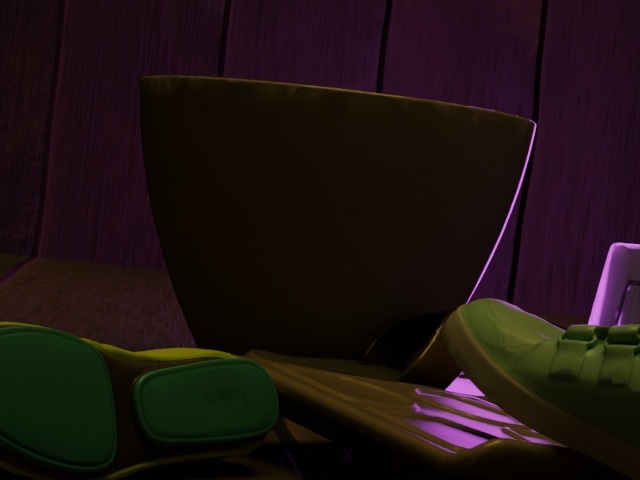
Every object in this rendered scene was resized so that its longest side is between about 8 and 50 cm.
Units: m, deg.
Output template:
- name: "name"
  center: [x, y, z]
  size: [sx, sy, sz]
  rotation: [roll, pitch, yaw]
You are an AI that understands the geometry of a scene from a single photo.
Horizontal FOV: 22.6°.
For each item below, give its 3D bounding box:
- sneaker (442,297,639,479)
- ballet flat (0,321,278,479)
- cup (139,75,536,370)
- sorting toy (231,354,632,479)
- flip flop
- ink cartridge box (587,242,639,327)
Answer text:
- name: "sneaker"
  center: [0.183, 0.046, 0.807]
  size: [0.256, 0.151, 0.094]
  rotation: [28, 12, 39]
- name: "ballet flat"
  center: [-0.118, 0.088, 0.808]
  size: [0.077, 0.077, 0.231]
  rotation: [-19, -17, 36]
- name: "cup"
  center: [0.000, 0.000, 1.338]
  size: [0.331, 0.237, 0.331]
  rotation: [7, 2, 0]
- name: "sorting toy"
  center: [0.114, 0.125, 0.956]
  size: [0.307, 0.041, 0.229]
  rotation: [14, -1, -41]
- name: "flip flop"
  center: [0.071, 0.089, 1.200]
  size: [0.277, 0.080, 0.112]
  rotation: [6, 1, -24]
- name: "ink cartridge box"
  center: [0.296, 0.087, 1.000]
  size: [0.211, 0.122, 0.289]
  rotation: [17, 0, -3]
